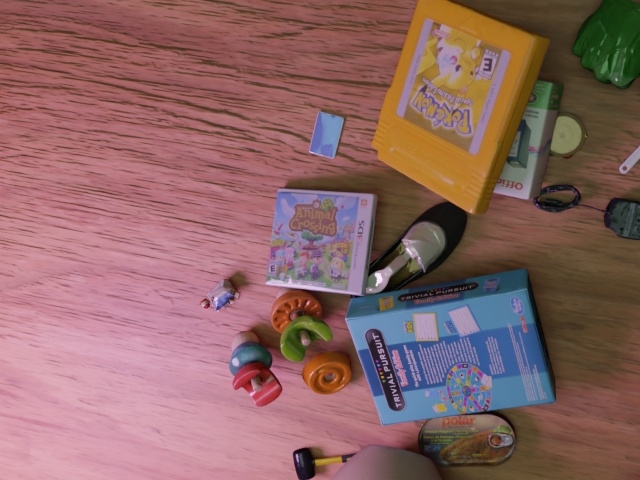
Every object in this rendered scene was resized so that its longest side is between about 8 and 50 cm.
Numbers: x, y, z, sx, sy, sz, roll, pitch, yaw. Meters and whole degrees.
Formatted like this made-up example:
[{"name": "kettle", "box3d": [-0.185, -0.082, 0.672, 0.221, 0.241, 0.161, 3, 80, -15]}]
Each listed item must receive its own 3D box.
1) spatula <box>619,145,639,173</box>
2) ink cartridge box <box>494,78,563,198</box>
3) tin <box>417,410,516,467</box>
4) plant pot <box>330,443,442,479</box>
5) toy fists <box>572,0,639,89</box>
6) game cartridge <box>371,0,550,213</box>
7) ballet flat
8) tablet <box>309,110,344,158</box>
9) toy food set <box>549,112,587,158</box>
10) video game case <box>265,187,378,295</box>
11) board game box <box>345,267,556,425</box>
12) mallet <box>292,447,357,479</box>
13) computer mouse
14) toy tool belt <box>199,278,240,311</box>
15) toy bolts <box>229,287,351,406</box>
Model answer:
[{"name": "spatula", "box3d": [0.657, -0.174, 1.820, 0.168, 0.019, 0.242, 40, 107, 1]}, {"name": "ink cartridge box", "box3d": [0.334, -0.192, 1.856, 0.154, 0.093, 0.212, 15, 104, 23]}, {"name": "tin", "box3d": [0.284, 0.383, 1.996, 0.190, 0.040, 0.106, -4, 101, 16]}, {"name": "plant pot", "box3d": [0.132, 0.497, 1.957, 0.284, 0.284, 0.191, 11, 72, 14]}, {"name": "toy fists", "box3d": [0.574, -0.307, 1.777, 0.279, 0.096, 0.142, 30, 93, 15]}, {"name": "game cartridge", "box3d": [0.233, -0.249, 1.823, 0.285, 0.053, 0.323, 35, 114, 41]}, {"name": "ballet flat", "box3d": [0.165, 0.038, 1.945, 0.280, 0.096, 0.095, -45, 85, 17]}, {"name": "tablet", "box3d": [0.012, -0.205, 1.998, 0.054, 0.006, 0.083, 17, 103, 12]}, {"name": "toy food set", "box3d": [0.440, -0.191, 1.874, 0.083, 0.020, 0.082, -39, 87, 17]}, {"name": "video game case", "box3d": [0.000, 0.000, 1.975, 0.212, 0.023, 0.193, 5, 84, 28]}, {"name": "board game box", "box3d": [0.245, 0.202, 1.915, 0.336, 0.079, 0.253, -10, 116, 17]}, {"name": "mallet", "box3d": [0.038, 0.451, 2.077, 0.190, 0.039, 0.062, -3, 98, 12]}, {"name": "computer mouse", "box3d": [0.508, -0.053, 1.872, 0.242, 0.041, 0.071, 17, 94, 19]}, {"name": "toy tool belt", "box3d": [-0.203, 0.120, 2.083, 0.083, 0.052, 0.051, -46, 77, 17]}, {"name": "toy bolts", "box3d": [-0.069, 0.215, 2.045, 0.228, 0.158, 0.218, -33, 129, 8]}]
